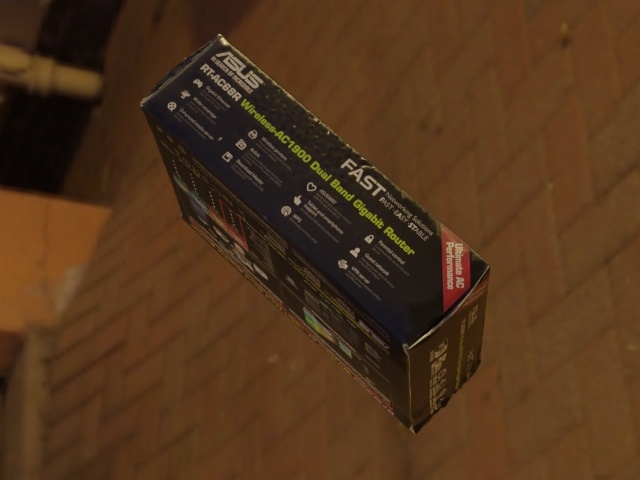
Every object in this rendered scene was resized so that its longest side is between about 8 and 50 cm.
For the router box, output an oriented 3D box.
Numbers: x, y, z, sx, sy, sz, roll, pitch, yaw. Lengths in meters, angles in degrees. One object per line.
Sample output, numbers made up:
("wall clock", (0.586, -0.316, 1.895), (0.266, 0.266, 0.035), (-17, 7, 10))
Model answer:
("router box", (0.000, 0.000, 0.491), (0.122, 0.038, 0.092), (42, 165, 18))
